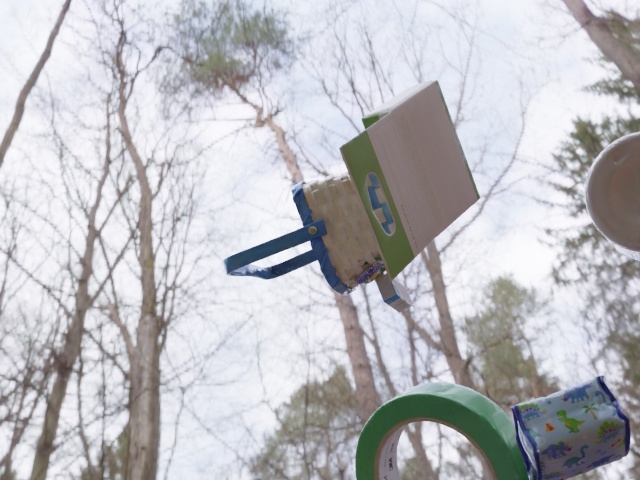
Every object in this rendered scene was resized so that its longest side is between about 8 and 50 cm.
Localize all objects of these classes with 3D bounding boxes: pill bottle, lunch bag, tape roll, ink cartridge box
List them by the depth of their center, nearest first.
[{"bbox_3d":[0.097,-0.075,1.035,0.056,0.235,0.171,-7,-69,43],"label":"ink cartridge box"},{"bbox_3d":[0.324,0.258,1.109,0.128,0.096,0.151,-20,-47,3],"label":"lunch bag"},{"bbox_3d":[0.476,-0.052,1.233,0.160,0.160,0.283,-31,-17,17],"label":"pill bottle"},{"bbox_3d":[0.130,0.094,1.493,0.028,0.048,0.083,-30,-34,16],"label":"ink cartridge box"},{"bbox_3d":[0.215,0.414,1.507,0.321,0.321,0.077,-52,-19,29],"label":"tape roll"}]

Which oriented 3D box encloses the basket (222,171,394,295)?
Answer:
[{"bbox_3d":[0.000,0.000,1.434,0.289,0.201,0.255,-19,-7,13],"label":"basket"}]
